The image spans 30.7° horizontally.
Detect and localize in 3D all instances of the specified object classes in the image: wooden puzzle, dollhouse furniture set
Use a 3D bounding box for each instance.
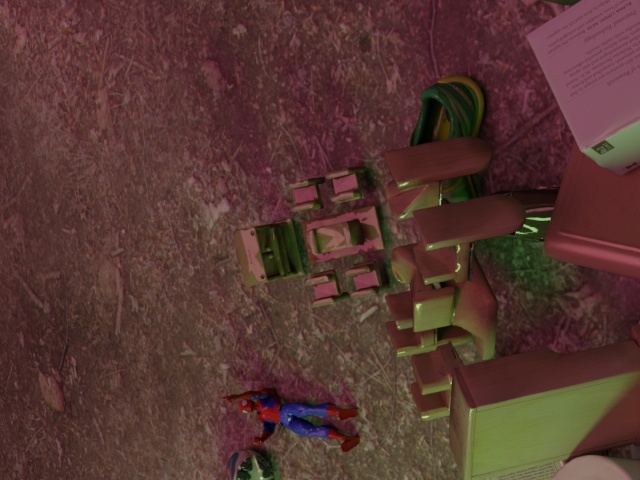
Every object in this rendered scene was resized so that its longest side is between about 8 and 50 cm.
[{"bbox_3d":[0.429,-0.069,1.552,0.221,0.044,0.239,14,89,35],"label":"wooden puzzle"},{"bbox_3d":[0.260,0.104,1.609,0.394,0.256,0.362,-109,12,-46],"label":"dollhouse furniture set"},{"bbox_3d":[0.000,0.000,2.007,0.242,0.161,0.212,-13,90,24],"label":"dollhouse furniture set"}]

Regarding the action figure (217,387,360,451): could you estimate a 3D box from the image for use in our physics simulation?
[{"bbox_3d":[-0.076,0.329,2.128,0.280,0.139,0.091,5,101,47],"label":"action figure"}]

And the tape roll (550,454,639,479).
[{"bbox_3d":[0.375,0.414,1.467,0.286,0.100,0.286,-172,90,-69],"label":"tape roll"}]

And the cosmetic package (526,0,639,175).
[{"bbox_3d":[0.386,-0.206,1.488,0.151,0.151,0.184,-31,66,25],"label":"cosmetic package"}]

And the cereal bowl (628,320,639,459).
[{"bbox_3d":[0.518,0.238,1.461,0.339,0.141,0.339,175,90,-78],"label":"cereal bowl"}]

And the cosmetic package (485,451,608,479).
[{"bbox_3d":[0.364,0.420,1.719,0.160,0.113,0.309,-27,80,45],"label":"cosmetic package"}]

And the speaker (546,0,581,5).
[{"bbox_3d":[0.353,-0.462,1.529,0.131,0.131,0.296,24,115,39],"label":"speaker"}]

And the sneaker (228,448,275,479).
[{"bbox_3d":[-0.129,0.540,2.269,0.110,0.107,0.275,-1,93,65],"label":"sneaker"}]

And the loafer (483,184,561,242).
[{"bbox_3d":[0.316,-0.032,1.685,0.251,0.087,0.094,-6,94,46],"label":"loafer"}]

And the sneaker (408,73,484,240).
[{"bbox_3d":[0.176,-0.105,1.785,0.109,0.123,0.295,13,108,42],"label":"sneaker"}]
